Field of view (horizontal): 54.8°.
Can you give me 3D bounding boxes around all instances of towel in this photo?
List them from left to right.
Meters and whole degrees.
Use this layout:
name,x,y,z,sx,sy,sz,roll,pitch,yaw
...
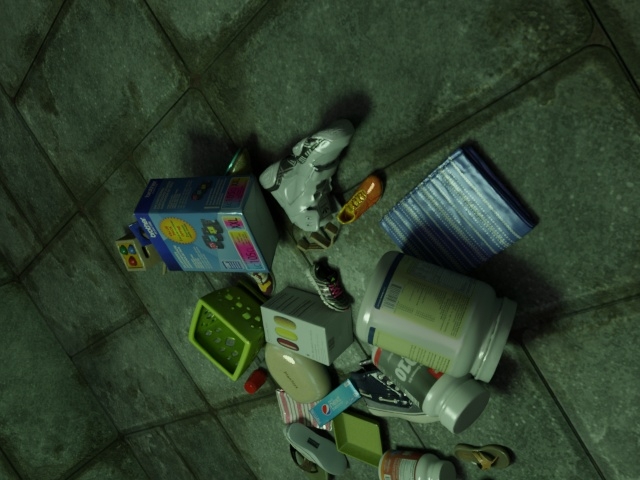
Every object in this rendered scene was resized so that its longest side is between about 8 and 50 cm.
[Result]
name,x,y,z,sx,sy,sz,roll,pitch,yaw
towel,-0.057,0.578,2.110,0.197,0.029,0.144,0,115,24
towel,0.310,-0.044,1.458,0.243,0.040,0.336,49,137,2

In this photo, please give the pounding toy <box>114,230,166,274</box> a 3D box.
name,x,y,z,sx,sy,sz,roll,pitch,yaw
pounding toy,-0.646,0.064,2.285,0.206,0.094,0.181,-4,112,42

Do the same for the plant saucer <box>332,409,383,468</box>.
name,x,y,z,sx,sy,sz,roll,pitch,yaw
plant saucer,0.130,0.630,2.001,0.188,0.045,0.188,10,121,36

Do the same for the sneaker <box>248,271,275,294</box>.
name,x,y,z,sx,sy,sz,roll,pitch,yaw
sneaker,-0.199,0.099,1.934,0.069,0.084,0.185,9,120,37

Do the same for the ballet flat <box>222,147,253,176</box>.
name,x,y,z,sx,sy,sz,roll,pitch,yaw
ballet flat,-0.262,-0.144,1.836,0.123,0.123,0.348,50,135,5

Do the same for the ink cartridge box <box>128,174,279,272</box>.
name,x,y,z,sx,sy,sz,roll,pitch,yaw
ink cartridge box,-0.348,-0.042,1.785,0.395,0.151,0.270,1,140,18

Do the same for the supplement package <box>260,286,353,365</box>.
name,x,y,z,sx,sy,sz,roll,pitch,yaw
supplement package,-0.041,0.252,1.855,0.244,0.134,0.139,13,122,35

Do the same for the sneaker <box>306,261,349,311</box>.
name,x,y,z,sx,sy,sz,roll,pitch,yaw
sneaker,0.028,0.128,1.772,0.170,0.063,0.075,52,142,10

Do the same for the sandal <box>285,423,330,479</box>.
name,x,y,z,sx,sy,sz,roll,pitch,yaw
sandal,-0.067,0.757,2.212,0.120,0.086,0.303,-21,98,41

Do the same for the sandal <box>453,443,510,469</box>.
name,x,y,z,sx,sy,sz,roll,pitch,yaw
sandal,0.445,0.607,1.717,0.180,0.049,0.072,-11,107,43

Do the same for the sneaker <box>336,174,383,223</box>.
name,x,y,z,sx,sy,sz,roll,pitch,yaw
sneaker,0.103,-0.098,1.572,0.064,0.067,0.175,45,134,12

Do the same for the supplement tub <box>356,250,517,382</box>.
name,x,y,z,sx,sy,sz,roll,pitch,yaw
supplement tub,0.270,0.180,1.453,0.324,0.235,0.235,20,128,14

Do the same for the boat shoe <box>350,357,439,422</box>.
name,x,y,z,sx,sy,sz,roll,pitch,yaw
boat shoe,0.228,0.407,1.722,0.340,0.127,0.158,-17,111,45

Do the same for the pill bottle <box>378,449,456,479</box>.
name,x,y,z,sx,sy,sz,roll,pitch,yaw
pill bottle,0.291,0.698,1.852,0.216,0.121,0.121,-11,107,43

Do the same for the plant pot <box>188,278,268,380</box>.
name,x,y,z,sx,sy,sz,roll,pitch,yaw
plant pot,-0.266,0.276,2.009,0.228,0.207,0.227,39,134,16

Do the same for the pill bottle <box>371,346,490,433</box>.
name,x,y,z,sx,sy,sz,roll,pitch,yaw
pill bottle,0.279,0.342,1.573,0.283,0.161,0.161,40,136,36

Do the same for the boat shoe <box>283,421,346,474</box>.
name,x,y,z,sx,sy,sz,roll,pitch,yaw
boat shoe,-0.019,0.714,2.134,0.258,0.095,0.084,44,153,-8

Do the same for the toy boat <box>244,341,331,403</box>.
name,x,y,z,sx,sy,sz,roll,pitch,yaw
toy boat,-0.115,0.417,2.031,0.318,0.148,0.267,-24,103,38

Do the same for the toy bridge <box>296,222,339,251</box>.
name,x,y,z,sx,sy,sz,roll,pitch,yaw
toy bridge,0.000,0.000,1.731,0.063,0.026,0.188,33,150,-16

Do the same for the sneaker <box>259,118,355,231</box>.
name,x,y,z,sx,sy,sz,roll,pitch,yaw
sneaker,0.001,-0.155,1.581,0.366,0.137,0.210,-28,96,50

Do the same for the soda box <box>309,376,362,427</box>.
name,x,y,z,sx,sy,sz,roll,pitch,yaw
soda box,0.060,0.498,1.925,0.210,0.071,0.067,-45,72,32
